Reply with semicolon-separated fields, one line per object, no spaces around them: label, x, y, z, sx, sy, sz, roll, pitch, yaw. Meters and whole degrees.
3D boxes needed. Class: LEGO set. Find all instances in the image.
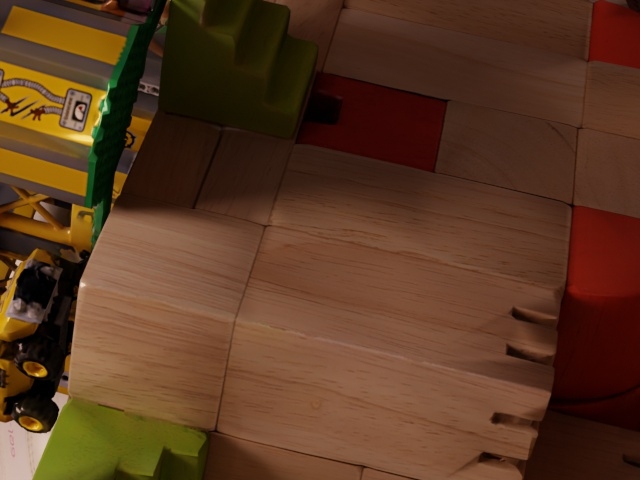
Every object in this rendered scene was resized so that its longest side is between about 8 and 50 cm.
LEGO set;-0.142;-0.106;0.673;0.192;0.255;0.331;16;61;0

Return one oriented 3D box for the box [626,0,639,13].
box;0.232;-0.094;0.711;0.127;0.149;0.232;-34;29;-6

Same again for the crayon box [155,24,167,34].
crayon box;-0.056;-0.168;1.159;0.278;0.081;0.165;-19;31;19

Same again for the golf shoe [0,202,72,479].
golf shoe;-0.136;0.022;0.831;0.140;0.115;0.306;-37;49;23

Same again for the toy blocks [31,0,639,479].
toy blocks;0.070;-0.006;0.660;0.261;0.191;0.381;13;38;2
